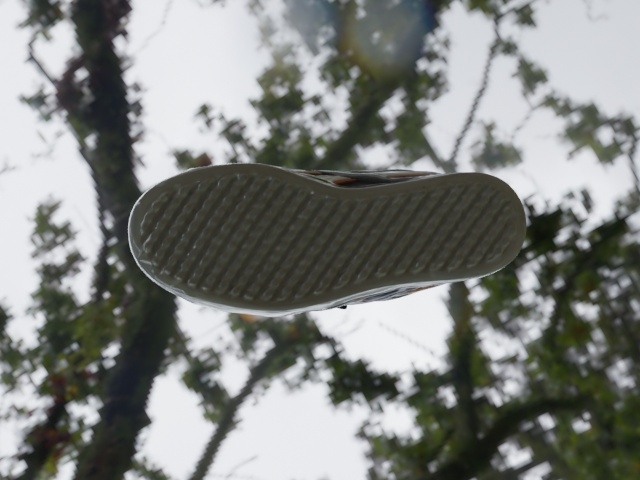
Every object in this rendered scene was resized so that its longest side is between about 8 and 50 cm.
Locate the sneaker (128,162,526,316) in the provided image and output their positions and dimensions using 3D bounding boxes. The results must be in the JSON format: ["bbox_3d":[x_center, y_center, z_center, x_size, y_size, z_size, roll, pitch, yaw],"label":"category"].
[{"bbox_3d":[0.000,0.000,1.192,0.127,0.321,0.126,166,104,-80],"label":"sneaker"}]
